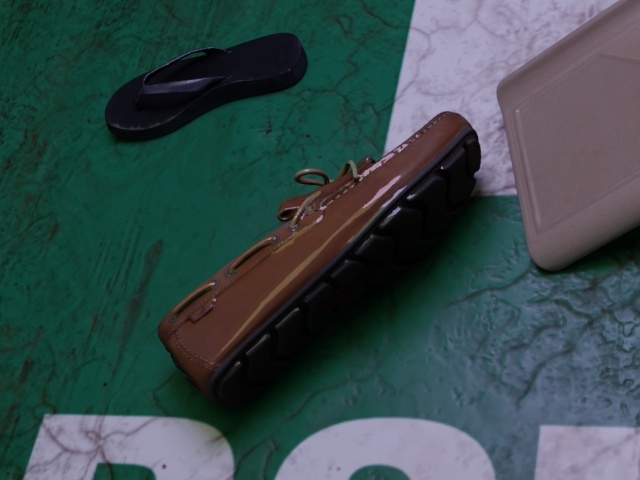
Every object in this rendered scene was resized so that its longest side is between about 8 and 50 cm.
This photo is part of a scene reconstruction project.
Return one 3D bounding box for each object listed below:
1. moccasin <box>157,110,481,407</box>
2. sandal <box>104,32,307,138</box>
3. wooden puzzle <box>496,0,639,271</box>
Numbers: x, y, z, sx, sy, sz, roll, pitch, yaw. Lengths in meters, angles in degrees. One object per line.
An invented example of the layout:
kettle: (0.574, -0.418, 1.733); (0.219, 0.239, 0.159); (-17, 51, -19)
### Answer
moccasin: (0.001, 0.001, 1.374); (0.380, 0.139, 0.147); (-43, 59, 1)
sandal: (-0.144, -0.197, 1.623); (0.254, 0.054, 0.097); (-20, 50, 9)
wooden puzzle: (0.284, -0.111, 1.345); (0.221, 0.044, 0.239); (-33, 48, 32)
